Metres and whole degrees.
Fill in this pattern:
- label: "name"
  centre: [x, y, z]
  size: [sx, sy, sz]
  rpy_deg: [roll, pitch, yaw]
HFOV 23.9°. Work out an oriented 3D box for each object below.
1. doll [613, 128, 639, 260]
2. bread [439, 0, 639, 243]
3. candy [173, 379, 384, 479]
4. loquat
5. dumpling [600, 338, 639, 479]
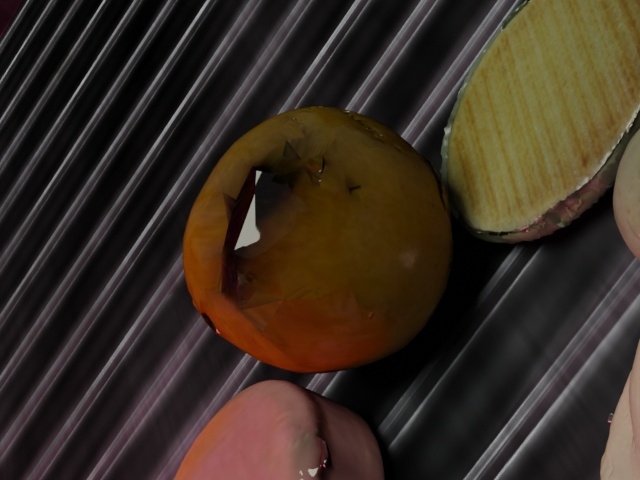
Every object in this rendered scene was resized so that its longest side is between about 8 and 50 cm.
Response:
- label: "doll"
  centre: [0.267, -0.074, 1.026]
  size: [0.155, 0.113, 0.275]
  rpy_deg: [8, 71, 58]
- label: "bread"
  centre: [0.197, -0.115, 1.255]
  size: [0.267, 0.040, 0.267]
  rpy_deg: [-41, 34, 35]
- label: "candy"
  centre: [-0.044, 0.238, 1.287]
  size: [0.255, 0.094, 0.255]
  rpy_deg: [-39, 36, 36]
- label: "loquat"
  centre: [0.000, 0.000, 1.283]
  size: [0.235, 0.235, 0.235]
  rpy_deg: [-39, 36, 36]
- label: "dumpling"
  centre: [0.256, 0.096, 0.875]
  size: [0.216, 0.126, 0.166]
  rpy_deg: [-15, 37, 13]
